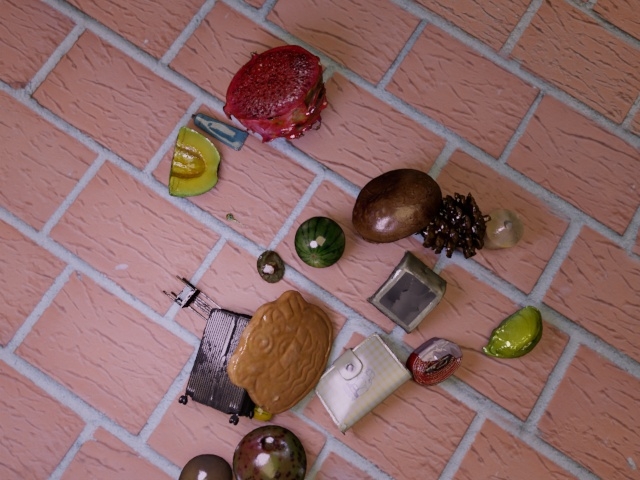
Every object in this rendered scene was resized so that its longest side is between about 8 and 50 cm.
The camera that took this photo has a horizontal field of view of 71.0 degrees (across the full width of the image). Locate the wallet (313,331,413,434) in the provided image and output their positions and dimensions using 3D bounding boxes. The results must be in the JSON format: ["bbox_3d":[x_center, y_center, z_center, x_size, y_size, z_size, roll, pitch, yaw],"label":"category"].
[{"bbox_3d":[0.140,0.490,1.575,0.309,0.077,0.223,-37,67,-4],"label":"wallet"}]

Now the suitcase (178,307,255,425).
[{"bbox_3d":[-0.304,0.415,1.528,0.229,0.152,0.335,13,81,17],"label":"suitcase"}]

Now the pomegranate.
[{"bbox_3d":[-0.159,0.771,1.482,0.242,0.242,0.306,-9,102,-3],"label":"pomegranate"}]

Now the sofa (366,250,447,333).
[{"bbox_3d":[0.320,0.189,1.649,0.210,0.176,0.225,37,110,4],"label":"sofa"}]

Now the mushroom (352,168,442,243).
[{"bbox_3d":[0.262,-0.126,1.572,0.239,0.345,0.345,33,79,-40],"label":"mushroom"}]

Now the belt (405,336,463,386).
[{"bbox_3d":[0.405,0.430,1.592,0.200,0.124,0.128,-34,86,-6],"label":"belt"}]

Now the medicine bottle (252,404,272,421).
[{"bbox_3d":[-0.176,0.502,1.590,0.094,0.064,0.261,20,80,7],"label":"medicine bottle"}]

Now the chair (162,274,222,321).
[{"bbox_3d":[-0.445,0.221,1.604,0.212,0.101,0.084,38,82,5],"label":"chair"}]

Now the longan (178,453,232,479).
[{"bbox_3d":[-0.387,0.800,1.488,0.189,0.189,0.189,0,81,-2],"label":"longan"}]

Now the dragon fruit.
[{"bbox_3d":[-0.147,-0.510,1.646,0.386,0.249,0.371,-27,56,6],"label":"dragon fruit"}]

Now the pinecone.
[{"bbox_3d":[0.479,-0.045,1.618,0.243,0.257,0.244,24,53,-36],"label":"pinecone"}]

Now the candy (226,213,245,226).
[{"bbox_3d":[-0.320,-0.075,1.697,0.083,0.025,0.023,28,109,-6],"label":"candy"}]

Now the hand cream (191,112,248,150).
[{"bbox_3d":[-0.396,-0.432,1.740,0.224,0.048,0.083,28,82,-4],"label":"hand cream"}]

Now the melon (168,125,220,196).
[{"bbox_3d":[-0.471,-0.267,1.676,0.169,0.129,0.265,11,77,-23],"label":"melon"}]

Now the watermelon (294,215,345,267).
[{"bbox_3d":[0.000,0.000,1.616,0.187,0.215,0.188,6,121,9],"label":"watermelon"}]

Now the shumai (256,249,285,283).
[{"bbox_3d":[-0.187,0.094,1.640,0.098,0.087,0.124,-27,82,-4],"label":"shumai"}]

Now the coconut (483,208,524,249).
[{"bbox_3d":[0.665,-0.042,1.658,0.147,0.153,0.147,1,80,-4],"label":"coconut"}]

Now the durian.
[{"bbox_3d":[0.714,0.347,1.632,0.250,0.101,0.139,-47,50,-8],"label":"durian"}]

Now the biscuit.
[{"bbox_3d":[-0.109,0.370,1.496,0.365,0.062,0.385,51,59,-30],"label":"biscuit"}]
